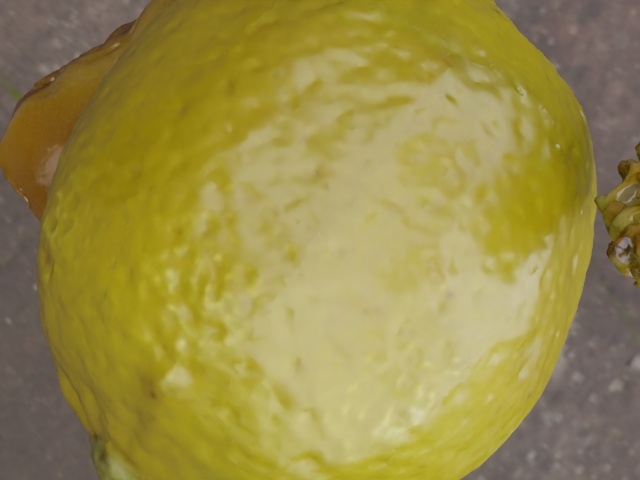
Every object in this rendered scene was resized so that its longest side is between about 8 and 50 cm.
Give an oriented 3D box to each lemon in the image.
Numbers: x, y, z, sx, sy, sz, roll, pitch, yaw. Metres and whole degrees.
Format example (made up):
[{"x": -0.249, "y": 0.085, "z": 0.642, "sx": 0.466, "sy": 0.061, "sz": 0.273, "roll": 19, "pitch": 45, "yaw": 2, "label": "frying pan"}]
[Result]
[{"x": 0.001, "y": -0.002, "z": 0.940, "sx": 0.336, "sy": 0.336, "sz": 0.336, "roll": -17, "pitch": 122, "yaw": -29, "label": "lemon"}]

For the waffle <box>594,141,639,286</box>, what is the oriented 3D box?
[{"x": 0.216, "y": -0.042, "z": 0.831, "sx": 0.038, "sy": 0.191, "sz": 0.191, "roll": 43, "pitch": 85, "yaw": -19, "label": "waffle"}]

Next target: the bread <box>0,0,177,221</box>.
[{"x": -0.104, "y": -0.122, "z": 1.418, "sx": 0.344, "sy": 0.149, "sz": 0.195, "roll": -32, "pitch": 117, "yaw": 16, "label": "bread"}]
